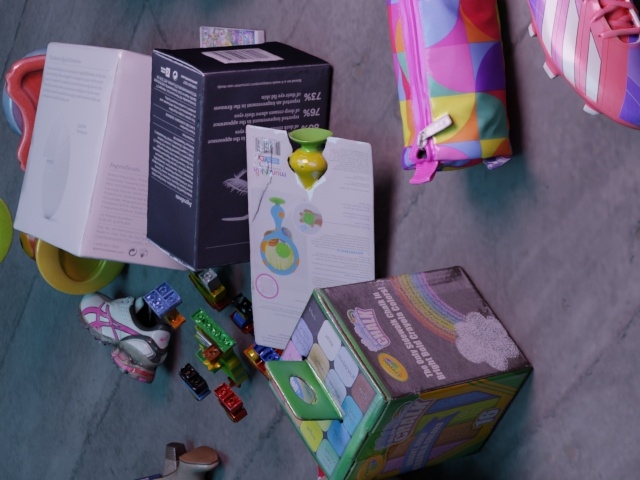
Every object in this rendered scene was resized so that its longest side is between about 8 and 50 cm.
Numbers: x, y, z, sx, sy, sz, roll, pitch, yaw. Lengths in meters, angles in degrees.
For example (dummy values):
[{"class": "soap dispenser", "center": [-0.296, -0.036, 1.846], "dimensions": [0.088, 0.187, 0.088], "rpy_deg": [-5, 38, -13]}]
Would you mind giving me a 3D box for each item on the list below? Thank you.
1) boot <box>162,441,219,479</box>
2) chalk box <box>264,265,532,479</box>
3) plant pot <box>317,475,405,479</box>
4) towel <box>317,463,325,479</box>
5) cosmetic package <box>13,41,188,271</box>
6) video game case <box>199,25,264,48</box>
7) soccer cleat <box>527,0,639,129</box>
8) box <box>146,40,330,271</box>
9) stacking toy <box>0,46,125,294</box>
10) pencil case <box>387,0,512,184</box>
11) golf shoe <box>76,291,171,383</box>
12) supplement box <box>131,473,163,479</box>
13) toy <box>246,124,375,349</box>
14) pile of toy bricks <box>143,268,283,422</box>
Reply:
[{"class": "boot", "center": [-0.151, 0.291, 1.867], "dimensions": [0.118, 0.042, 0.087], "rpy_deg": [9, 111, 57]}, {"class": "chalk box", "center": [0.049, 0.122, 1.365], "dimensions": [0.132, 0.213, 0.132], "rpy_deg": [57, 140, 32]}, {"class": "plant pot", "center": [0.115, 0.345, 1.320], "dimensions": [0.274, 0.256, 0.256], "rpy_deg": [9, 105, 41]}, {"class": "towel", "center": [0.024, 0.276, 1.542], "dimensions": [0.199, 0.031, 0.275], "rpy_deg": [-141, 49, -74]}, {"class": "cosmetic package", "center": [-0.228, -0.098, 1.747], "dimensions": [0.224, 0.138, 0.224], "rpy_deg": [18, 98, 59]}, {"class": "video game case", "center": [-0.096, -0.188, 1.697], "dimensions": [0.122, 0.011, 0.087], "rpy_deg": [15, 109, 54]}, {"class": "soccer cleat", "center": [0.202, -0.197, 1.191], "dimensions": [0.095, 0.083, 0.248], "rpy_deg": [-52, 52, 42]}, {"class": "box", "center": [-0.085, -0.088, 1.575], "dimensions": [0.108, 0.153, 0.207], "rpy_deg": [30, 120, 50]}, {"class": "stacking toy", "center": [-0.387, -0.090, 1.931], "dimensions": [0.130, 0.279, 0.309], "rpy_deg": [-143, 53, -58]}, {"class": "pencil case", "center": [0.106, -0.169, 1.320], "dimensions": [0.104, 0.104, 0.236], "rpy_deg": [-4, 93, 57]}, {"class": "golf shoe", "center": [-0.239, 0.102, 1.942], "dimensions": [0.186, 0.067, 0.086], "rpy_deg": [38, 100, 47]}, {"class": "supplement box", "center": [-0.214, 0.355, 1.954], "dimensions": [0.083, 0.056, 0.083], "rpy_deg": [47, 134, 40]}, {"class": "toy", "center": [0.000, 0.000, 1.534], "dimensions": [0.137, 0.056, 0.237], "rpy_deg": [10, 119, 26]}, {"class": "pile of toy bricks", "center": [-0.107, 0.124, 1.719], "dimensions": [0.212, 0.118, 0.105], "rpy_deg": [45, 165, 31]}]
